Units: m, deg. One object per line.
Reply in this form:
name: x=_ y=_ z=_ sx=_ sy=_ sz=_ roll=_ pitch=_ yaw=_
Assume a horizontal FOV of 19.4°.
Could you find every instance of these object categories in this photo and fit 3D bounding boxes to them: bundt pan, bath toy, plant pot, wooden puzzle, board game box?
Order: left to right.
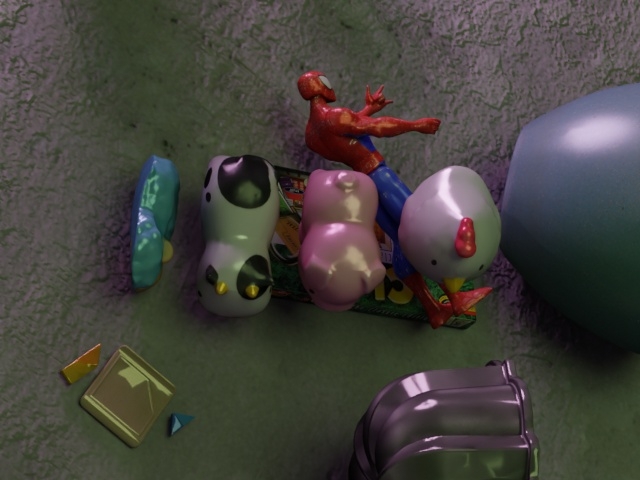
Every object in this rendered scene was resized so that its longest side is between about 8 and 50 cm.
wooden puzzle: x=-0.174 y=0.140 z=1.688 sx=0.116 sy=0.014 sz=0.078 roll=47 pitch=57 yaw=-5
bath toy: x=0.000 y=0.000 z=1.724 sx=0.348 sy=0.129 sz=0.151 roll=1 pitch=105 yaw=-7
board game box: x=0.038 y=0.006 z=1.873 sx=0.260 sy=0.030 sz=0.136 roll=10 pitch=66 yaw=-28
bundt pan: x=0.091 y=0.260 z=1.625 sx=0.124 sy=0.331 sz=0.330 roll=6 pitch=64 yaw=-7
plant pot: x=0.293 y=-0.037 z=1.925 sx=0.195 sy=0.290 sz=0.290 roll=12 pitch=56 yaw=12

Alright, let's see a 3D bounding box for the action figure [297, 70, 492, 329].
action figure: x=0.087 y=-0.066 z=1.862 sx=0.139 sy=0.091 sz=0.280 roll=-37 pitch=91 yaw=-29
